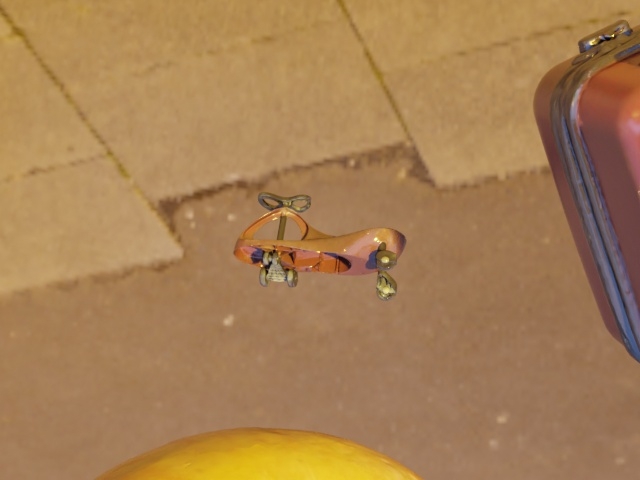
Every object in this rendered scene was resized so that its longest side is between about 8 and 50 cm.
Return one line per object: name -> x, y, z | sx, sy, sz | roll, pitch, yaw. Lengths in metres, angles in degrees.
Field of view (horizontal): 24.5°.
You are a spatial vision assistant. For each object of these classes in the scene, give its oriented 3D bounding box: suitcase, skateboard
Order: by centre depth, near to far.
suitcase -> 0.306, -0.057, 0.947 | 0.297, 0.161, 0.236 | -26, 108, -12
skateboard -> 0.000, 0.000, 1.302 | 0.151, 0.080, 0.067 | 5, 152, 5

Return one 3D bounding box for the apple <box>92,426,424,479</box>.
apple -> -0.030, 0.220, 0.653 | 0.286, 0.286, 0.233 | 14, 131, -11
